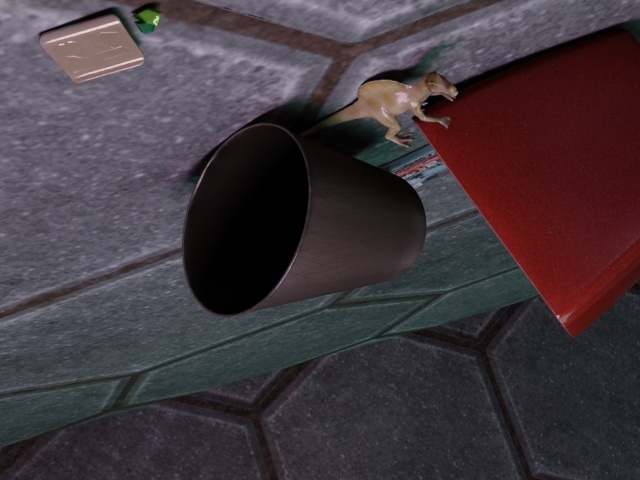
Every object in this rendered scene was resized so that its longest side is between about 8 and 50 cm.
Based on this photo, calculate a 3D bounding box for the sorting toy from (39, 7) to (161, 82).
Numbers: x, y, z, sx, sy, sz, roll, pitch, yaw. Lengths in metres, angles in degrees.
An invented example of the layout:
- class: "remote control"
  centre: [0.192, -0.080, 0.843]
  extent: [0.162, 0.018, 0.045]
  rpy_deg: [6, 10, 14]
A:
- class: "sorting toy"
  centre: [-0.147, -0.140, 0.623]
  extent: [0.083, 0.012, 0.062]
  rpy_deg: [-16, 161, 2]

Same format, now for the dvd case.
- class: "dvd case"
  centre: [0.127, -0.092, 1.149]
  extent: [0.087, 0.013, 0.119]
  rpy_deg: [-24, 164, 22]

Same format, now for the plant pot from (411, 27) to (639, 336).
- class: "plant pot"
  centre: [0.294, -0.072, 0.985]
  extent: [0.236, 0.267, 0.267]
  rpy_deg: [-36, 163, 10]

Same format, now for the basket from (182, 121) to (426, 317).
- class: "basket"
  centre: [-0.003, -0.016, 0.937]
  extent: [0.227, 0.154, 0.204]
  rpy_deg: [3, 125, -50]

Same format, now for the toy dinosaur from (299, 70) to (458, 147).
- class: "toy dinosaur"
  centre: [0.067, -0.133, 0.879]
  extent: [0.183, 0.053, 0.093]
  rpy_deg: [-14, 154, 38]
